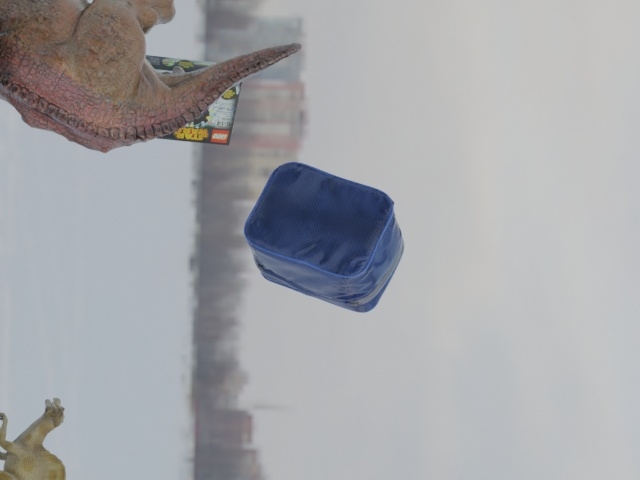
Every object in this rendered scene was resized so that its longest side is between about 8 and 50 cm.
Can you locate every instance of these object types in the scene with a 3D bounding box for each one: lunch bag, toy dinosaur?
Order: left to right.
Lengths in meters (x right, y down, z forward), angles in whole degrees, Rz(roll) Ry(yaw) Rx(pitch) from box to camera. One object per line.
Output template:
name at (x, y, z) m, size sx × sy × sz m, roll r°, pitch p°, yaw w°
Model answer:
toy dinosaur at (-0.271, 0.217, 1.381) m, size 0.053 × 0.092 × 0.183 m, roll 101°, pitch -4°, yaw -69°
toy dinosaur at (-0.172, -0.112, 0.979) m, size 0.200 × 0.295 × 0.127 m, roll -68°, pitch 177°, yaw -61°
lunch bag at (0.000, 0.000, 0.986) m, size 0.067 × 0.098 × 0.065 m, roll -61°, pitch 158°, yaw -21°

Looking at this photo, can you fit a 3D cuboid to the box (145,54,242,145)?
box at (-0.158, -0.152, 1.699) m, size 0.027 × 0.137 × 0.094 m, roll -98°, pitch -164°, yaw -47°
